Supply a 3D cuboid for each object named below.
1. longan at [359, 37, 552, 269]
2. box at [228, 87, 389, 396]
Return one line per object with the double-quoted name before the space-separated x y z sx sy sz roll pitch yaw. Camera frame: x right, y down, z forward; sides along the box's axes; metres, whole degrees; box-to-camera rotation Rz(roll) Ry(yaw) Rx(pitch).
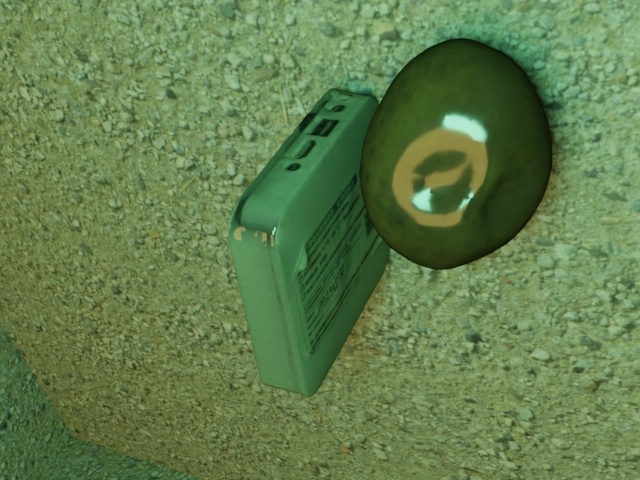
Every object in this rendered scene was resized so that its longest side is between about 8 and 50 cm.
"longan" 0.196 -0.121 1.148 0.289 0.288 0.350 23 126 16
"box" -0.001 -0.001 1.289 0.111 0.396 0.396 11 133 22
